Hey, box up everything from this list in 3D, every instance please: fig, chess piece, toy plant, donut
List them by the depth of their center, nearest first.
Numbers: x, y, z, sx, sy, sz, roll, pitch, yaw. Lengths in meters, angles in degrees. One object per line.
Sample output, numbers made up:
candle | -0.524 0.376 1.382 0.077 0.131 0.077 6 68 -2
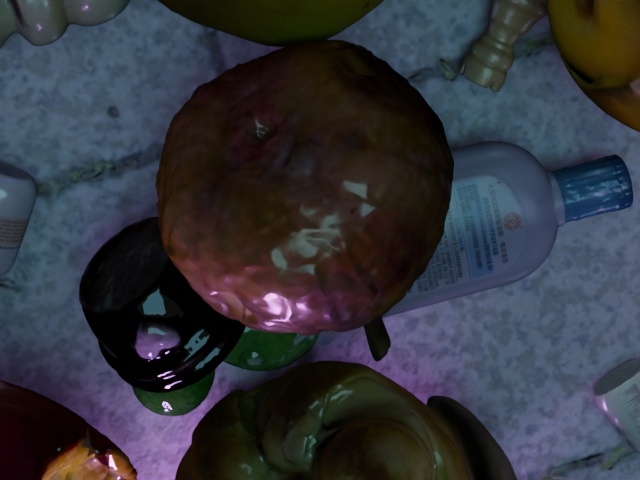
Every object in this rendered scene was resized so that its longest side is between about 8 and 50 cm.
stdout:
fig | 0.000 0.000 1.350 0.286 0.286 0.369 -23 141 -2
chess piece | -0.301 -0.235 1.351 0.243 0.133 0.133 -20 107 -10
donut | -0.023 0.295 1.417 0.360 0.360 0.170 -48 129 6
toy plant | -0.128 0.081 1.446 0.218 0.175 0.235 -34 135 8
chess piece | 0.191 -0.221 1.461 0.066 0.066 0.122 24 106 -14

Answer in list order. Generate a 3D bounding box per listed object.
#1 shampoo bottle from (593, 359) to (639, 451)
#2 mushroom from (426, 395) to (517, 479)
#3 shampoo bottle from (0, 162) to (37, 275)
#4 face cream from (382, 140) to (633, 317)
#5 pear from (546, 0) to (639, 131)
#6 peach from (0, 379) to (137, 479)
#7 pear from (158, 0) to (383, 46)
shampoo bottle | 0.382 0.214 1.616 0.077 0.045 0.152 -36 106 0
mushroom | 0.127 0.355 1.498 0.292 0.217 0.212 -45 138 1
shampoo bottle | -0.350 0.016 1.430 0.074 0.074 0.192 18 104 -13
face cream | 0.168 -0.024 1.497 0.336 0.080 0.163 -15 108 -5
pear | 0.389 -0.241 1.376 0.336 0.285 0.285 -13 107 -8
peach | -0.335 0.341 1.397 0.353 0.339 0.416 -18 113 36
pear | -0.049 -0.313 1.294 0.321 0.269 0.269 6 104 -1
